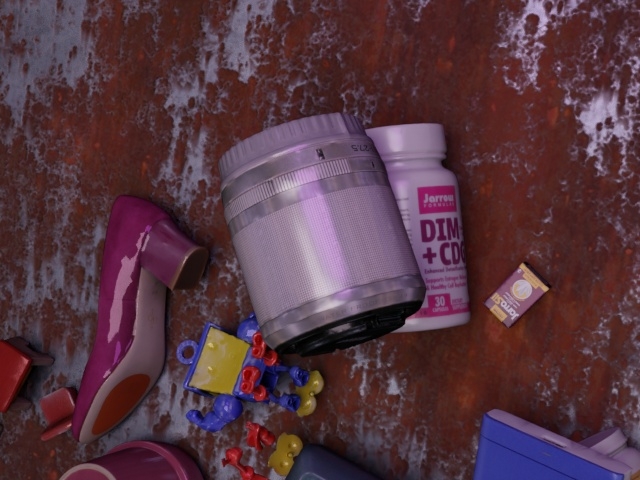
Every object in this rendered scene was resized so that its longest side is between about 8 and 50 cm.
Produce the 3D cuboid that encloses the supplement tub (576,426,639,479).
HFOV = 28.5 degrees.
[{"bbox_3d":[0.400,0.369,1.705,0.144,0.144,0.199,-29,83,15],"label":"supplement tub"}]

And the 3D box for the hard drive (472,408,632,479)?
[{"bbox_3d":[0.288,0.410,1.683,0.210,0.040,0.318,21,113,37],"label":"hard drive"}]

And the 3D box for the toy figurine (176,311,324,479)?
[{"bbox_3d":[-0.124,0.155,1.833,0.217,0.191,0.362,13,80,32],"label":"toy figurine"}]

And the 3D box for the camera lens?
[{"bbox_3d":[0.000,0.000,1.625,0.219,0.219,0.274,-21,78,16],"label":"camera lens"}]

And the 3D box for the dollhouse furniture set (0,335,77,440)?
[{"bbox_3d":[-0.510,0.362,1.969,0.201,0.152,0.374,30,99,14],"label":"dollhouse furniture set"}]

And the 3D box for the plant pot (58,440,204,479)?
[{"bbox_3d":[-0.298,0.397,1.873,0.201,0.180,0.201,-5,78,25],"label":"plant pot"}]

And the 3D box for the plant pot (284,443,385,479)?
[{"bbox_3d":[0.024,0.425,1.728,0.248,0.252,0.247,27,78,14],"label":"plant pot"}]

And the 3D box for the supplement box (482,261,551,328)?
[{"bbox_3d":[0.279,0.077,1.789,0.055,0.043,0.083,45,103,10],"label":"supplement box"}]

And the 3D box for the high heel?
[{"bbox_3d":[-0.318,0.122,1.946,0.181,0.127,0.377,35,98,29],"label":"high heel"}]

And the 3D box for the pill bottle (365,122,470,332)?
[{"bbox_3d":[0.120,-0.016,1.773,0.160,0.160,0.283,-6,89,16],"label":"pill bottle"}]
